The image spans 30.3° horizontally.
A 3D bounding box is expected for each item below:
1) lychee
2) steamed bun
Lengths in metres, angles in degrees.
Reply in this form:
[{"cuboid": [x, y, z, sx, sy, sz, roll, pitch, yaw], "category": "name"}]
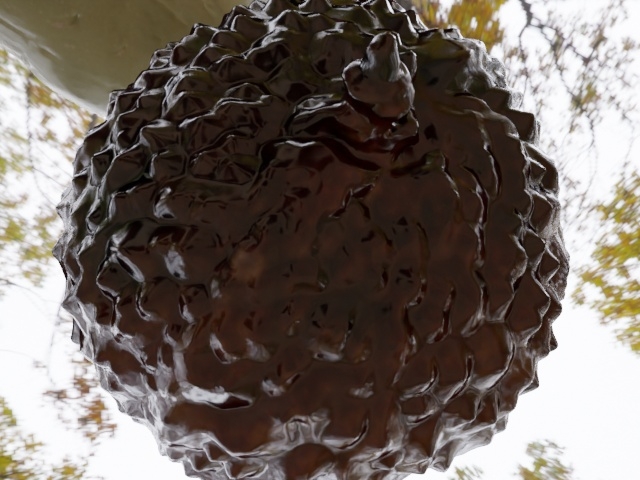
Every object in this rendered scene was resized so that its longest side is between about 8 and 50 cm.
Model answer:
[{"cuboid": [0.000, 0.000, 0.946, 0.425, 0.500, 0.424, 4, -113, -10], "category": "lychee"}, {"cuboid": [-0.232, -0.352, 1.365, 0.456, 0.371, 0.290, 29, -57, -4], "category": "steamed bun"}]
